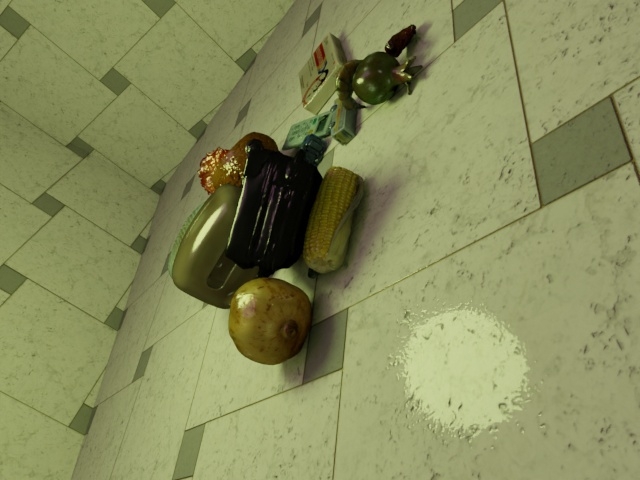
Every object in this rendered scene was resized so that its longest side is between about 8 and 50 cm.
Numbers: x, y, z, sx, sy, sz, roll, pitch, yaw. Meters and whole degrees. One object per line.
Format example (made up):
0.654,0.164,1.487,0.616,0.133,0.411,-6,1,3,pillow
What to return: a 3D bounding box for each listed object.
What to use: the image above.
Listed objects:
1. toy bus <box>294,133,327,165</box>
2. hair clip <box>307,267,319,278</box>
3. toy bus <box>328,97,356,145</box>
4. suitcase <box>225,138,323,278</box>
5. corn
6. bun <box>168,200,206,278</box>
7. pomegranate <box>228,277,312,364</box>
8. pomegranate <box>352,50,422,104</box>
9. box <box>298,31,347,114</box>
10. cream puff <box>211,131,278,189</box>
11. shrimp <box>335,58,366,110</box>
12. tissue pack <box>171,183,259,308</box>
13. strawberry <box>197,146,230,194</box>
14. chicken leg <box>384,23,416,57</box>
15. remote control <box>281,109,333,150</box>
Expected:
-0.071,-0.242,1.742,0.236,0.079,0.094,-61,24,1,toy bus
0.002,0.001,1.418,0.066,0.036,0.228,-31,45,54,hair clip
0.072,-0.386,1.643,0.075,0.064,0.190,-30,39,38,toy bus
-0.120,-0.069,1.392,0.345,0.189,0.338,12,-86,-85,suitcase
0.035,-0.061,1.346,0.123,0.122,0.305,89,-165,-61,corn
-0.438,0.024,1.998,0.362,0.211,0.361,-38,36,35,bun
-0.117,0.196,1.274,0.215,0.216,0.215,-42,32,34,pomegranate
0.186,-0.456,1.451,0.191,0.131,0.151,-2,51,33,pomegranate
0.008,-0.656,2.029,0.214,0.069,0.353,-47,31,28,box
-0.261,-0.259,1.935,0.303,0.212,0.303,-45,5,5,cream puff
0.118,-0.470,1.568,0.051,0.217,0.150,22,123,38,shrimp
-0.301,0.024,1.681,0.386,0.268,0.277,-58,22,4,tissue pack
-0.415,-0.308,2.309,0.233,0.234,0.178,-56,7,11,strawberry
0.226,-0.573,1.500,0.205,0.053,0.093,-56,8,-36,chicken leg
-0.043,-0.390,1.873,0.293,0.051,0.103,-6,60,56,remote control
